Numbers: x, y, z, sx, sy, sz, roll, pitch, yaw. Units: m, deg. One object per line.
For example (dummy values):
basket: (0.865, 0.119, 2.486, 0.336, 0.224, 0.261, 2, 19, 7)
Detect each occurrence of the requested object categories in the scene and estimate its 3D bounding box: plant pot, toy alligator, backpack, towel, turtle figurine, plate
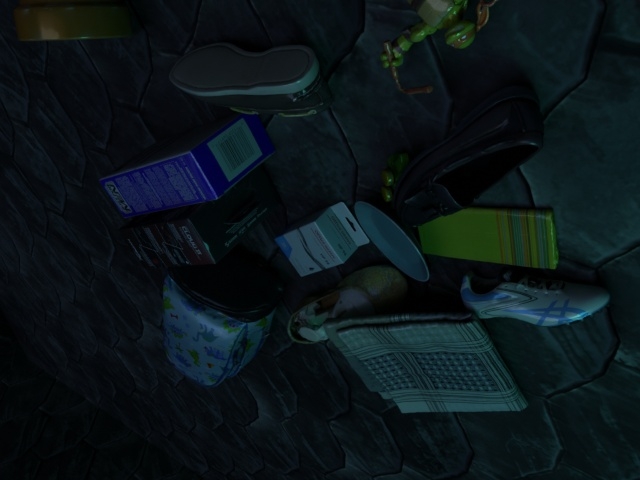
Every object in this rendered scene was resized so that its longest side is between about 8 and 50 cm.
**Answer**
plant pot: (-0.464, -0.471, 1.053, 0.205, 0.205, 0.188, 13, 115, 32)
toy alligator: (0.130, -0.090, 0.979, 0.190, 0.056, 0.051, 83, 167, -52)
backpack: (-0.260, 0.196, 1.423, 0.290, 0.273, 0.356, 29, 150, 8)
towel: (0.199, 0.248, 1.112, 0.324, 0.056, 0.312, -8, 135, 34)
turtle figurine: (0.145, -0.332, 0.729, 0.217, 0.087, 0.269, 54, 148, 0)
towel: (0.271, -0.012, 0.950, 0.237, 0.021, 0.102, 7, 122, 38)
plate: (0.132, -0.004, 1.022, 0.188, 0.024, 0.188, 47, 170, 11)

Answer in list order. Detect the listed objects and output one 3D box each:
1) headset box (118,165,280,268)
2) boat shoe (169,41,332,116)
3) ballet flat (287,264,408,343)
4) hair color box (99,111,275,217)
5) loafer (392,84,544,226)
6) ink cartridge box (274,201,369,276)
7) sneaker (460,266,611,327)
headset box: (-0.245, -0.050, 1.194, 0.293, 0.218, 0.110, -6, 121, 42)
boat shoe: (-0.127, -0.272, 0.991, 0.324, 0.117, 0.097, 11, 158, 33)
ballet flat: (0.044, 0.152, 1.205, 0.123, 0.123, 0.348, 52, 139, -9)
hair color box: (-0.277, -0.150, 1.160, 0.338, 0.185, 0.110, -4, 122, 42)
loafer: (0.206, -0.095, 0.845, 0.109, 0.095, 0.302, 11, 145, -25)
ink cartridge box: (0.000, 0.000, 1.150, 0.180, 0.060, 0.104, -22, 107, 50)
sneaker: (0.339, 0.087, 0.928, 0.237, 0.085, 0.086, -3, 114, 38)
